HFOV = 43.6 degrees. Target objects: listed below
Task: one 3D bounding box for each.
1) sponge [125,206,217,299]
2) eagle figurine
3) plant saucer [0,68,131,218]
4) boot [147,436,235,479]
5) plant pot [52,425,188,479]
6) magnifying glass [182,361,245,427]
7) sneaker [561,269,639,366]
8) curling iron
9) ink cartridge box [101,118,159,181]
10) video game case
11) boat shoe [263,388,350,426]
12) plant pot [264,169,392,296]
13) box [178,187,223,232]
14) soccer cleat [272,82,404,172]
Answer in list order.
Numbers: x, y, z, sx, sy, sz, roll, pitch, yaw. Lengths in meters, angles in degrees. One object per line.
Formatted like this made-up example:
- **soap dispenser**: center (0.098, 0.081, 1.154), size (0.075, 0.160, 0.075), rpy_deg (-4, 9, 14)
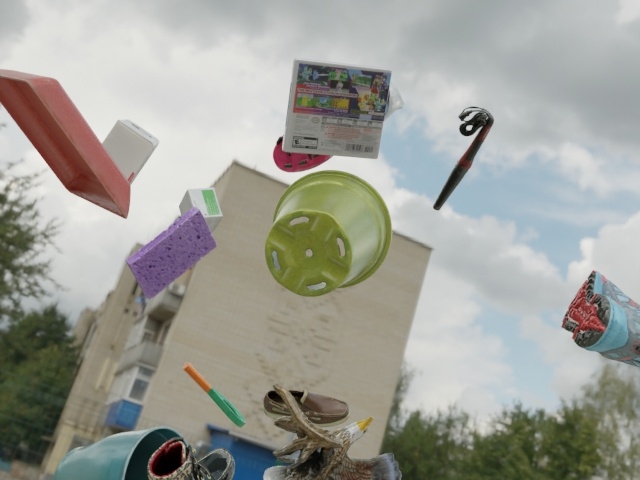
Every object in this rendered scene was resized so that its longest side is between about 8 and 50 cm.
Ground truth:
- **sponge**: center (-0.342, 0.029, 1.848), size (0.031, 0.210, 0.117), rpy_deg (28, -31, 42)
- **eagle figurine**: center (0.025, 0.429, 1.587), size (0.225, 0.226, 0.298), rpy_deg (-11, -35, 11)
- **plant saucer**: center (-0.413, -0.167, 1.273), size (0.259, 0.048, 0.258), rpy_deg (19, -34, 49)
- **boot**: center (-0.241, 0.434, 1.509), size (0.085, 0.236, 0.179), rpy_deg (24, -53, 24)
- **plant pot**: center (-0.473, 0.578, 1.871), size (0.255, 0.272, 0.271), rpy_deg (-8, -29, 26)
- **magnifying glass**: center (-0.276, 0.404, 2.091), size (0.231, 0.026, 0.092), rpy_deg (48, -5, -19)
- **sneaker**: center (0.445, 0.131, 1.210), size (0.125, 0.104, 0.262), rpy_deg (29, 17, 5)
- **curling iron**: center (0.287, -0.167, 1.658), size (0.068, 0.035, 0.274), rpy_deg (29, -45, 12)
- **ink cartridge box**: center (-0.465, -0.186, 1.858), size (0.100, 0.172, 0.237), rpy_deg (35, 3, -12)
- **video game case**: center (0.033, -0.259, 1.584), size (0.201, 0.184, 0.023), rpy_deg (3, 18, -17)
- **boat shoe**: center (-0.042, 0.482, 2.335), size (0.257, 0.095, 0.095), rpy_deg (2, -46, 2)
- **plant pot**: center (0.000, 0.000, 1.697), size (0.276, 0.276, 0.254), rpy_deg (14, 14, 9)
- **box**: center (-0.346, -0.085, 2.304), size (0.087, 0.101, 0.102), rpy_deg (-7, -25, -29)
- **soccer cleat**: center (0.047, -0.247, 1.821), size (0.331, 0.116, 0.143), rpy_deg (-30, -17, 24)
